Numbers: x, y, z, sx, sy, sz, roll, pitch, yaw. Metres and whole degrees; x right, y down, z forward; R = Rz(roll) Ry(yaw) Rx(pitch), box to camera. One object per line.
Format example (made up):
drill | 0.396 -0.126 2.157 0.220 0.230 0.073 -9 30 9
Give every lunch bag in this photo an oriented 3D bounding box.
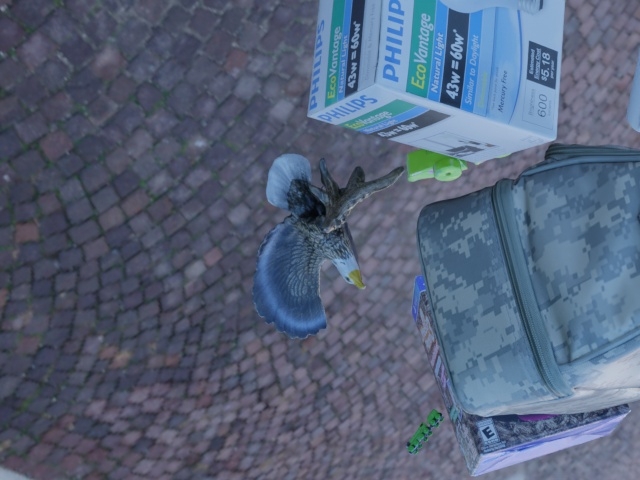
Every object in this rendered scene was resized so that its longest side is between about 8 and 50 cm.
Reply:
lunch bag | 0.272 0.034 0.847 0.256 0.213 0.305 -20 159 33

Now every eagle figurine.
eagle figurine | 0.003 0.010 1.577 0.226 0.225 0.298 4 150 -14

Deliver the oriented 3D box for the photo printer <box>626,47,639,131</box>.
photo printer | 0.599 -0.298 1.348 0.255 0.107 0.308 4 129 6

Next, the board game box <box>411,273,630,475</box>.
board game box | 0.295 0.177 1.425 0.232 0.291 0.141 -16 154 -5

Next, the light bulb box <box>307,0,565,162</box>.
light bulb box | 0.198 -0.353 1.568 0.360 0.225 0.358 11 78 -27

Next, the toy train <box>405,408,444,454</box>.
toy train | 0.165 0.305 1.489 0.083 0.023 0.017 -51 131 2

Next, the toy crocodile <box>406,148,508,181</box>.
toy crocodile | 0.354 -0.216 2.160 0.340 0.115 0.105 -22 147 24
